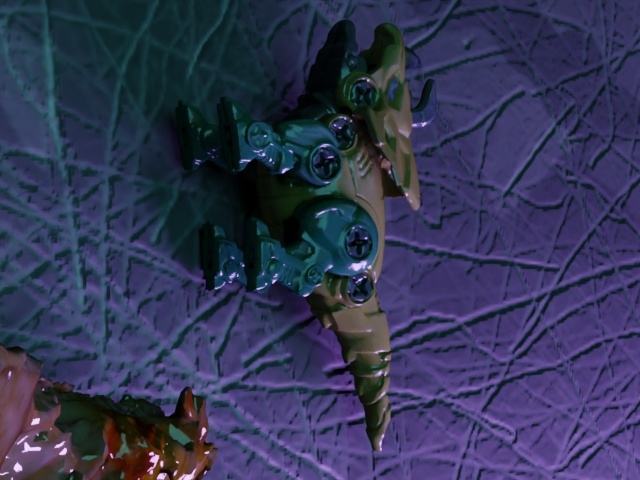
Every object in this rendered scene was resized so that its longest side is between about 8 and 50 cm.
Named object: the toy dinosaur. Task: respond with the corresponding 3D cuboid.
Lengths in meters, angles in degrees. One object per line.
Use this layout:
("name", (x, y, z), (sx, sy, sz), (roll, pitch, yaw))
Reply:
("toy dinosaur", (0.000, 0.000, 0.691), (0.153, 0.094, 0.259), (-2, 92, -30))

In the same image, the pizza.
("pizza", (-0.127, 0.119, 0.510), (0.074, 0.288, 0.251), (33, 35, 19))
